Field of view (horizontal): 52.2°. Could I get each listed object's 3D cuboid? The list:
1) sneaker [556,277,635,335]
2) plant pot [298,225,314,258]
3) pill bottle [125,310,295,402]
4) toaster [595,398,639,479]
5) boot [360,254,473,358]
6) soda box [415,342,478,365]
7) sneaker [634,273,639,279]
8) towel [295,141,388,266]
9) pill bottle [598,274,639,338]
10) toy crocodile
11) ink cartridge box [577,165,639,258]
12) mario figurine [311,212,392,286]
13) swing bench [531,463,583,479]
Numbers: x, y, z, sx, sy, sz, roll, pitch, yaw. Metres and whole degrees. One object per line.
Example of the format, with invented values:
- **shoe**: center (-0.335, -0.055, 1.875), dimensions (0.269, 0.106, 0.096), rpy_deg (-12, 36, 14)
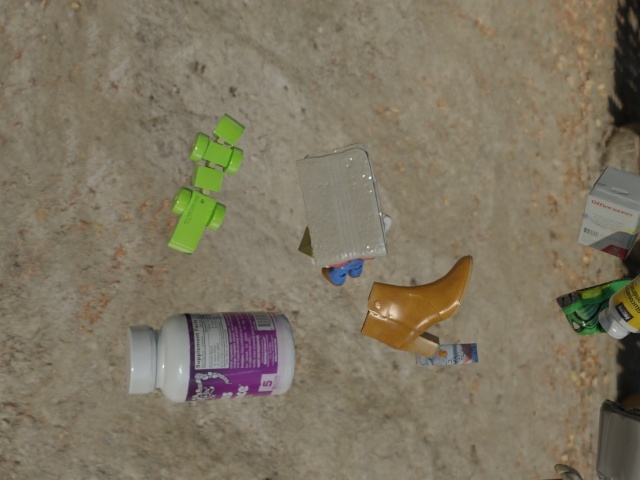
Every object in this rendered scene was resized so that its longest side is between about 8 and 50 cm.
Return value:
- **sneaker**: center (0.844, 0.203, 1.948), dimensions (0.343, 0.134, 0.146), rpy_deg (-10, 77, -31)
- **plant pot**: center (0.000, 0.000, 1.815), dimensions (0.081, 0.083, 0.082), rpy_deg (27, 65, -17)
- **pill bottle**: center (-0.213, 0.221, 1.250), dimensions (0.301, 0.169, 0.169), rpy_deg (1, 84, -20)
- **toaster**: center (0.569, 0.367, 1.110), dimensions (0.129, 0.227, 0.147), rpy_deg (12, 86, -13)
- **boot**: center (0.233, 0.138, 1.623), dimensions (0.104, 0.211, 0.295), rpy_deg (-68, -179, -80)
- **soda box**: center (0.365, 0.330, 1.887), dimensions (0.183, 0.063, 0.058), rpy_deg (1, 78, -26)
- **sneaker**: center (0.877, 0.068, 1.562), dimensions (0.131, 0.350, 0.148), rpy_deg (47, 10, 19)
- **towel**: center (0.050, -0.085, 1.585), dimensions (0.049, 0.187, 0.282), rpy_deg (2, 78, -74)
- **pill bottle**: center (0.716, 0.142, 1.460), dimensions (0.103, 0.184, 0.103), rpy_deg (19, 43, -19)
- **toy crocodile**: center (-0.266, -0.134, 1.510), dimensions (0.115, 0.105, 0.341), rpy_deg (19, 87, -22)
- **ink cartridge box**: center (0.741, -0.071, 1.640), dimensions (0.127, 0.128, 0.176), rpy_deg (-48, 147, -29)
- **mario figurine**: center (0.090, 0.002, 1.897), dimensions (0.170, 0.320, 0.198), rpy_deg (27, 60, 0)
- **swing bench**: center (0.469, 0.597, 1.277), dimensions (0.254, 0.253, 0.165), rpy_deg (-12, 127, -7)
